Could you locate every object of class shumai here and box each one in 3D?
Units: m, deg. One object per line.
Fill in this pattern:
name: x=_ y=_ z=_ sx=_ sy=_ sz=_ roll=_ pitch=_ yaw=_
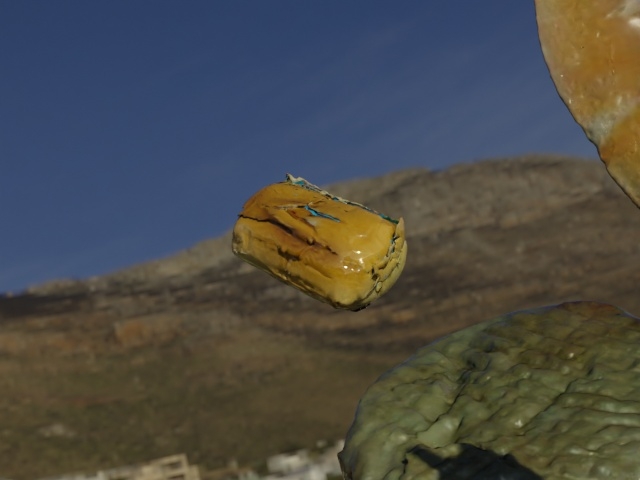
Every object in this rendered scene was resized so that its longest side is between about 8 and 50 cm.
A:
shumai: x=0.140 y=0.166 z=0.815 sx=0.222 sy=0.203 sz=0.272 roll=-9 pitch=16 yaw=19

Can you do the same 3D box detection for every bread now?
bread: x=0.000 y=0.000 z=0.884 sx=0.072 sy=0.106 sz=0.053 roll=-46 pitch=-36 yaw=-30

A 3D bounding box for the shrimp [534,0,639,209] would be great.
shrimp: x=0.130 y=-0.071 z=0.403 sx=0.132 sy=0.187 sz=0.051 roll=13 pitch=-31 yaw=-10
